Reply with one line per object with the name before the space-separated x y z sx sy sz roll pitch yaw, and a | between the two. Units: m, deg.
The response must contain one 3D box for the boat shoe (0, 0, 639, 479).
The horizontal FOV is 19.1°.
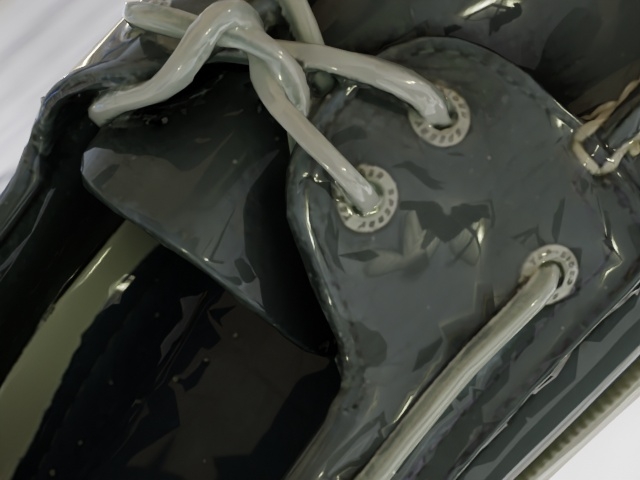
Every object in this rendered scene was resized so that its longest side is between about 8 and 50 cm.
boat shoe | 0.000 0.000 0.346 0.116 0.099 0.319 36 -85 23
